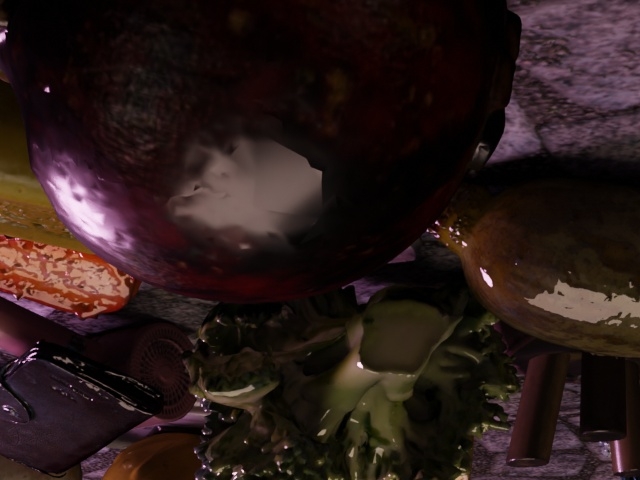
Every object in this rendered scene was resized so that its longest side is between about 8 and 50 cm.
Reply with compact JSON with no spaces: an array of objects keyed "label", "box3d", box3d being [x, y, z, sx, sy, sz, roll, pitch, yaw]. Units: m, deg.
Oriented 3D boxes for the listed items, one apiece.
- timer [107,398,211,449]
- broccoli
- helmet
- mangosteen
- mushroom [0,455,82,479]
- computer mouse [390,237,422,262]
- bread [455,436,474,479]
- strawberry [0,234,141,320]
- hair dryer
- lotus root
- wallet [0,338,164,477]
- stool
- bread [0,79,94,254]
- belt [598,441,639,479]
[{"label":"timer","box3d":[-0.229,0.248,1.889,0.237,0.087,0.262,9,157,-18]},{"label":"broccoli","box3d":[0.027,0.154,1.359,0.338,0.277,0.317,-2,161,14]},{"label":"helmet","box3d":[-0.193,0.337,1.807,0.257,0.140,0.205,5,-170,-34]},{"label":"mangosteen","box3d":[-0.047,-0.115,0.691,0.311,0.311,0.311,1,159,1]},{"label":"mushroom","box3d":[-0.511,0.331,1.896,0.352,0.260,0.352,9,162,3]},{"label":"computer mouse","box3d":[0.000,-0.002,1.285,0.199,0.045,0.102,-6,158,20]},{"label":"bread","box3d":[0.062,0.218,1.669,0.263,0.198,0.236,-1,152,12]},{"label":"strawberry","box3d":[-0.264,0.007,1.304,0.188,0.082,0.121,17,136,-14]},{"label":"hair dryer","box3d":[-0.338,0.131,1.595,0.210,0.125,0.352,-15,144,39]},{"label":"lotus root","box3d":[0.244,0.022,1.193,0.309,0.173,0.173,11,158,-5]},{"label":"wallet","box3d":[-0.322,0.209,1.572,0.172,0.045,0.318,28,145,-20]},{"label":"stool","box3d":[0.334,0.158,1.488,0.272,0.179,0.272,0,159,0]},{"label":"bread","box3d":[-0.273,-0.080,1.012,0.383,0.112,0.166,15,157,-33]},{"label":"belt","box3d":[0.439,0.314,1.882,0.100,0.179,0.065,-3,153,7]}]
